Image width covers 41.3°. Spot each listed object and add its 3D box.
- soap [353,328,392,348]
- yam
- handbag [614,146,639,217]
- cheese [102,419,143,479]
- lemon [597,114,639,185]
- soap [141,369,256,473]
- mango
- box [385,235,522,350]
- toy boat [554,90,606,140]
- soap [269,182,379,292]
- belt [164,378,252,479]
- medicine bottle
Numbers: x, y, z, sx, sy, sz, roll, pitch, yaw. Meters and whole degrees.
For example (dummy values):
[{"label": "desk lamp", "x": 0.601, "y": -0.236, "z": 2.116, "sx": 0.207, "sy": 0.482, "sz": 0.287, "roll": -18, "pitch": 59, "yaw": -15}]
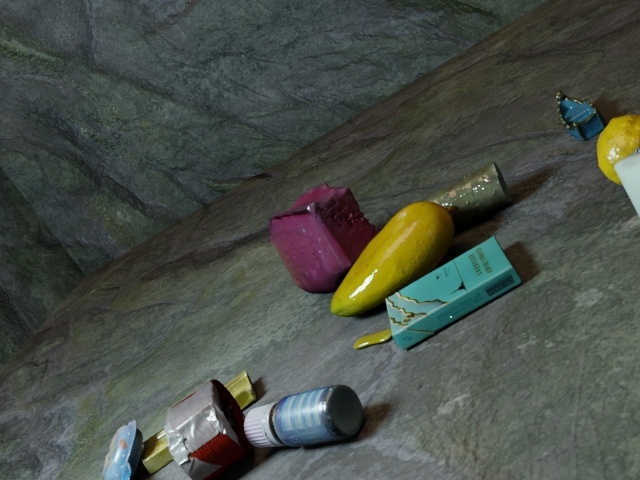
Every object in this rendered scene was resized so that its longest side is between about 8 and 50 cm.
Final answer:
[{"label": "soap", "x": 0.094, "y": 0.176, "z": 1.513, "sx": 0.089, "sy": 0.012, "sz": 0.034, "roll": -22, "pitch": 20, "yaw": 38}, {"label": "yam", "x": 0.264, "y": -0.065, "z": 1.734, "sx": 0.259, "sy": 0.093, "sz": 0.093, "roll": -28, "pitch": 17, "yaw": 26}, {"label": "handbag", "x": 0.562, "y": -0.109, "z": 1.104, "sx": 0.298, "sy": 0.151, "sz": 0.171, "roll": -28, "pitch": 5, "yaw": -13}, {"label": "cheese", "x": -0.375, "y": 0.424, "z": 1.601, "sx": 0.245, "sy": 0.052, "sz": 0.135, "roll": -119, "pitch": 51, "yaw": -70}, {"label": "lemon", "x": 0.522, "y": -0.154, "z": 1.421, "sx": 0.114, "sy": 0.114, "sz": 0.155, "roll": -25, "pitch": 22, "yaw": 32}, {"label": "soap", "x": -0.232, "y": 0.347, "z": 1.631, "sx": 0.252, "sy": 0.037, "sz": 0.092, "roll": -35, "pitch": 16, "yaw": -1}, {"label": "mango", "x": 0.143, "y": 0.037, "z": 1.636, "sx": 0.317, "sy": 0.119, "sz": 0.176, "roll": -42, "pitch": 17, "yaw": -3}, {"label": "box", "x": 0.222, "y": 0.088, "z": 1.457, "sx": 0.229, "sy": 0.041, "sz": 0.162, "roll": -32, "pitch": 15, "yaw": 10}, {"label": "toy boat", "x": 0.544, "y": -0.272, "z": 1.804, "sx": 0.075, "sy": 0.077, "sz": 0.185, "roll": -32, "pitch": 16, "yaw": 13}, {"label": "soap", "x": 0.000, "y": 0.000, "z": 1.832, "sx": 0.127, "sy": 0.220, "sz": 0.325, "roll": -33, "pitch": 10, "yaw": -21}, {"label": "belt", "x": -0.196, "y": 0.328, "z": 1.441, "sx": 0.124, "sy": 0.128, "sz": 0.201, "roll": -35, "pitch": 12, "yaw": 0}, {"label": "medicine bottle", "x": -0.032, "y": 0.281, "z": 1.327, "sx": 0.203, "sy": 0.083, "sz": 0.083, "roll": -22, "pitch": 19, "yaw": 39}]
